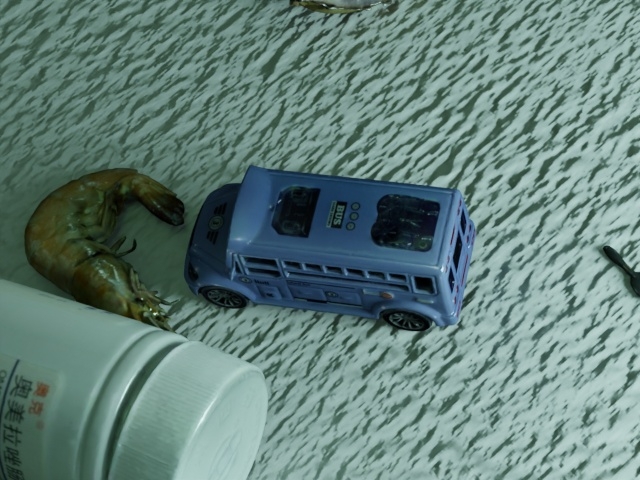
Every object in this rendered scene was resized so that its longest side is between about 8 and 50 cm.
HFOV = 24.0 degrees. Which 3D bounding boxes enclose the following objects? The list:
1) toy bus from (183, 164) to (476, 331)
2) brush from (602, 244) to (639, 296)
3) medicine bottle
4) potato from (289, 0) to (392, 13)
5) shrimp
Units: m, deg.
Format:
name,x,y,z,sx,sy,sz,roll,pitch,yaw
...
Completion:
name,x,y,z,sx,sy,sz,roll,pitch,yaw
toy bus,0.000,0.000,1.510,0.292,0.133,0.125,7,63,16
brush,0.310,0.033,1.496,0.024,0.008,0.083,-38,59,-8
medicine bottle,-0.231,0.158,1.438,0.332,0.190,0.190,16,65,21
potato,0.037,-0.319,1.729,0.261,0.100,0.120,-22,96,-17
shrimp,-0.193,0.022,1.591,0.169,0.058,0.296,-41,57,-14
